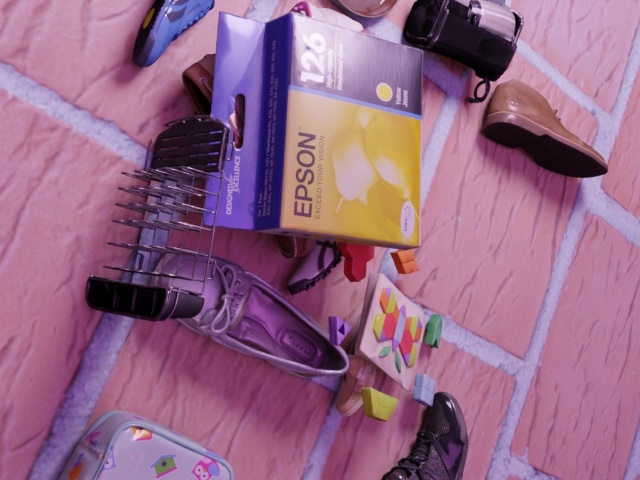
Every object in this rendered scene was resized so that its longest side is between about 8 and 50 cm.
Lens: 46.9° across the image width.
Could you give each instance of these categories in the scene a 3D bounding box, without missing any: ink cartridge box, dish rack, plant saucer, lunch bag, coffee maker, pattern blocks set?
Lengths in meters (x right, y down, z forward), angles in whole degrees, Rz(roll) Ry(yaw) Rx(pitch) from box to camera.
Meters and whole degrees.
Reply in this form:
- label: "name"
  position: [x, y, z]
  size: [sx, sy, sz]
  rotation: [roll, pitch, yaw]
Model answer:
- label: "ink cartridge box"
  position: [0.003, -0.152, 1.027]
  size: [0.307, 0.072, 0.304]
  rotation: [7, 80, -29]
- label: "dish rack"
  position: [-0.205, -0.034, 0.957]
  size: [0.074, 0.208, 0.272]
  rotation: [16, 81, -43]
- label: "plant saucer"
  position: [0.067, -0.452, 1.226]
  size: [0.168, 0.029, 0.168]
  rotation: [1, 88, -32]
- label: "lunch bag"
  position: [-0.252, 0.385, 0.975]
  size: [0.224, 0.108, 0.279]
  rotation: [34, 74, -32]
- label: "coffee maker"
  position: [0.244, -0.347, 1.282]
  size: [0.178, 0.120, 0.171]
  rotation: [10, 85, -31]
- label: "pattern blocks set"
  position: [0.115, 0.143, 1.182]
  size: [0.325, 0.026, 0.285]
  rotation: [25, 67, -51]

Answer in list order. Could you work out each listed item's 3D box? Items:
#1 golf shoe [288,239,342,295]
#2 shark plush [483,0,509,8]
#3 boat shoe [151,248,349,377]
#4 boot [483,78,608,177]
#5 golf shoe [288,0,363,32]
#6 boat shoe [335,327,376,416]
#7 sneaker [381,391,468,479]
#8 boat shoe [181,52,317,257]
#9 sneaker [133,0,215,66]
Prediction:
- label: "golf shoe"
  position: [0.000, 0.000, 1.165]
  size: [0.094, 0.077, 0.198]
  rotation: [45, 64, -6]
- label: "shark plush"
  position: [0.322, -0.420, 1.361]
  size: [0.073, 0.067, 0.161]
  rotation: [2, 89, -32]
- label: "boat shoe"
  position: [-0.096, 0.112, 1.076]
  size: [0.320, 0.103, 0.118]
  rotation: [37, 71, -27]
- label: "boot"
  position: [0.447, -0.211, 1.422]
  size: [0.305, 0.112, 0.115]
  rotation: [23, 67, -28]
- label: "golf shoe"
  position: [0.021, -0.214, 1.150]
  size: [0.140, 0.115, 0.306]
  rotation: [-5, 94, -35]
- label: "boat shoe"
  position: [0.059, 0.201, 1.201]
  size: [0.059, 0.063, 0.170]
  rotation: [38, 61, -23]
- label: "sneaker"
  position: [0.176, 0.370, 1.253]
  size: [0.130, 0.087, 0.228]
  rotation: [13, 82, -29]
- label: "boat shoe"
  position: [-0.107, -0.117, 1.072]
  size: [0.116, 0.123, 0.324]
  rotation: [-25, 93, -26]
- label: "sneaker"
  position: [-0.192, -0.325, 1.041]
  size: [0.082, 0.069, 0.209]
  rotation: [31, 74, -32]
